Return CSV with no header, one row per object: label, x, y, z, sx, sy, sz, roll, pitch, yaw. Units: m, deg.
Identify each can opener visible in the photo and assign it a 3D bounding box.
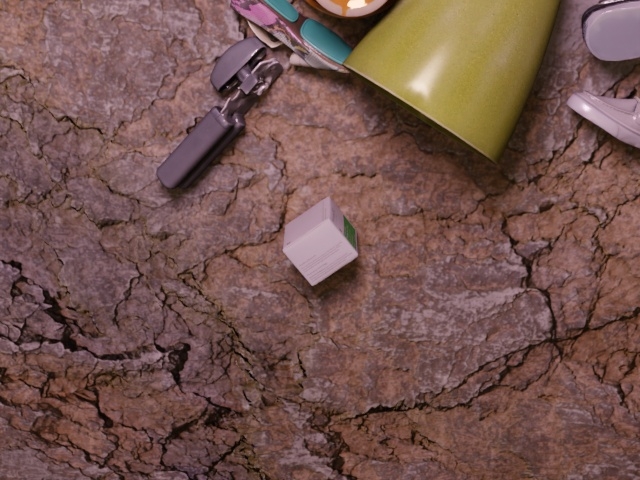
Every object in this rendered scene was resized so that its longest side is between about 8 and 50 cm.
can opener,-0.173,-0.207,1.641,0.283,0.076,0.095,-44,75,21

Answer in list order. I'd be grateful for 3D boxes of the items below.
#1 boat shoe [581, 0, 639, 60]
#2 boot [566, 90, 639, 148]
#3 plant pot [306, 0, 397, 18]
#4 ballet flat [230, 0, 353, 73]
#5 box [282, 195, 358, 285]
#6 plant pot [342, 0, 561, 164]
boat shoe,0.550,-0.331,1.522,0.306,0.105,0.113,-7,121,13
boot,0.523,-0.209,1.600,0.258,0.095,0.123,22,110,-18
plant pot,0.044,-0.407,1.453,0.205,0.188,0.205,1,117,2
ballet flat,-0.045,-0.321,1.572,0.221,0.077,0.079,36,131,-10
box,0.000,0.000,1.709,0.102,0.101,0.087,-35,110,16
plant pot,0.225,-0.307,1.480,0.275,0.275,0.293,32,97,-13
